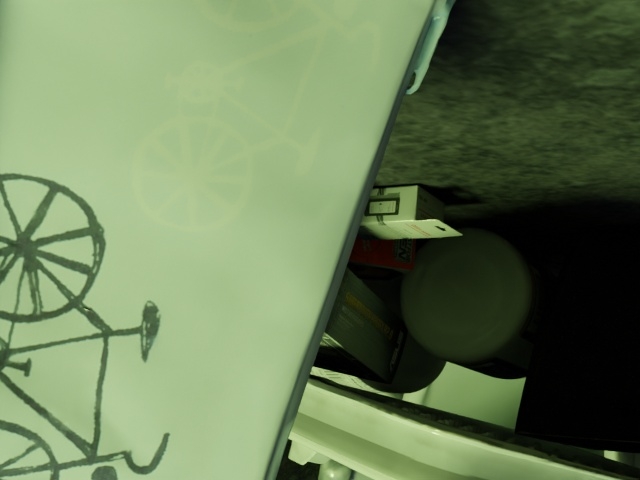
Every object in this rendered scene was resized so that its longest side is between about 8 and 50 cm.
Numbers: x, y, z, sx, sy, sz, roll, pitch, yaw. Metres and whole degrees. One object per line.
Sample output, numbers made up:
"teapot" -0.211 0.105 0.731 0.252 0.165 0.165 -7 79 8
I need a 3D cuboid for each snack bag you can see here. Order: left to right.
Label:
"snack bag" -0.141 0.002 0.364 0.343 0.323 0.037 10 -156 -20

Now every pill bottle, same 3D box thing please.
"pill bottle" 0.004 0.083 0.993 0.229 0.131 0.131 -7 162 44
"pill bottle" 0.155 0.062 0.879 0.112 0.111 0.187 -2 165 29

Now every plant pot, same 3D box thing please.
"plant pot" 0.275 0.081 0.788 0.188 0.166 0.188 -3 166 34

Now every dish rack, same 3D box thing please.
"dish rack" 0.128 0.180 0.793 0.333 0.072 0.286 18 173 -29

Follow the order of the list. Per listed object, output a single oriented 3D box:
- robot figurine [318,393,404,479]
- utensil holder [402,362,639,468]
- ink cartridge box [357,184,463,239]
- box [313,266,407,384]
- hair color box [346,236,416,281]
"robot figurine" 0.109 0.256 1.435 0.200 0.300 0.353 43 156 26
"utensil holder" 0.340 0.261 1.220 0.386 0.327 0.328 12 166 -35
"ink cartridge box" 0.059 -0.020 0.740 0.083 0.028 0.048 -2 166 31
"box" -0.067 0.046 0.817 0.231 0.056 0.183 9 162 28
"hair color box" 0.000 0.000 0.821 0.141 0.043 0.072 8 168 -15
